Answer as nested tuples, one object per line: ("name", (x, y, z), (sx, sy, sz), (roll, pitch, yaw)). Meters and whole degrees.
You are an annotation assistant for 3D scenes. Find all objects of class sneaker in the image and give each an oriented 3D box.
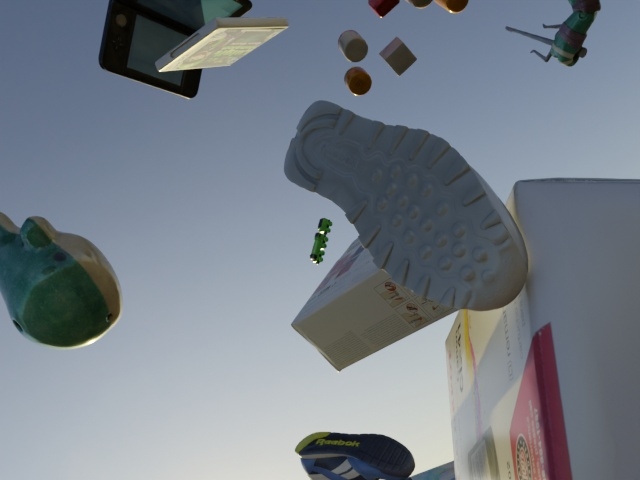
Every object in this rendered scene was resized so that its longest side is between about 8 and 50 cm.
("sneaker", (0.041, 0.252, 0.712), (0.144, 0.059, 0.053), (-4, 13, 34))
("sneaker", (0.067, -0.030, 0.446), (0.095, 0.235, 0.090), (20, -71, -40))

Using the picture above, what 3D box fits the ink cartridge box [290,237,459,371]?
("ink cartridge box", (0.134, 0.050, 1.114), (0.309, 0.130, 0.272), (-38, 10, 44))

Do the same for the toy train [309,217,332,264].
("toy train", (0.000, 0.000, 1.082), (0.024, 0.083, 0.017), (26, -22, -30))

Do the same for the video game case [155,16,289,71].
("video game case", (-0.176, -0.355, 1.152), (0.173, 0.022, 0.190), (-18, 5, 39))

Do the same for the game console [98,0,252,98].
("game console", (-0.329, -0.479, 1.482), (0.293, 0.173, 0.250), (7, -84, -54))

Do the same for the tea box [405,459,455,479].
("tea box", (0.251, 0.516, 0.927), (0.324, 0.328, 0.220), (-18, 6, -11))

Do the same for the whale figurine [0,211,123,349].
("whale figurine", (-0.426, 0.058, 0.944), (0.141, 0.272, 0.216), (-47, -21, -40))

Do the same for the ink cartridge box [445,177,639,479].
("ink cartridge box", (0.183, 0.126, 0.477), (0.131, 0.226, 0.306), (1, -28, 1))

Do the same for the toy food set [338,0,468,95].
("toy food set", (0.111, -0.349, 1.030), (0.232, 0.104, 0.111), (-43, -60, 15))

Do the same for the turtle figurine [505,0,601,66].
("turtle figurine", (0.261, -0.251, 0.589), (0.118, 0.234, 0.175), (36, -108, -73))
